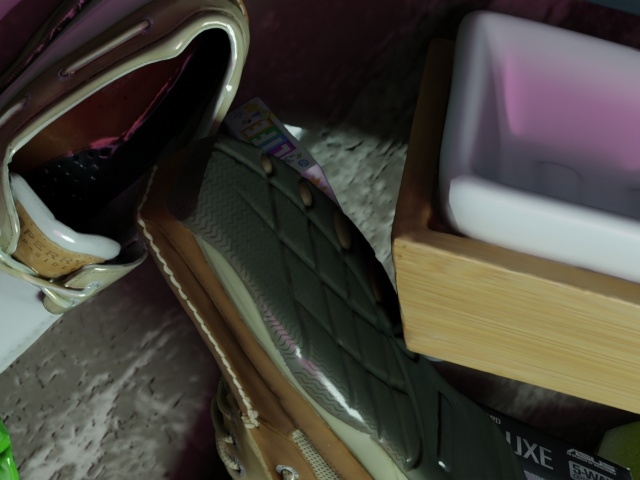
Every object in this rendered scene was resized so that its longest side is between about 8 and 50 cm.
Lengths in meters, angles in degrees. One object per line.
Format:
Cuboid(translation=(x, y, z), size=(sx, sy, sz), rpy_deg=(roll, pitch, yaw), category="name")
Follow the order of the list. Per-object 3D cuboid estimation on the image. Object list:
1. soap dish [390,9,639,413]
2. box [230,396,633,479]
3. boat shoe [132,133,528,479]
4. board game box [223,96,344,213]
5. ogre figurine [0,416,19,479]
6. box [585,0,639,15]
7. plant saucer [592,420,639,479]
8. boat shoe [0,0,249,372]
Cuboid(translation=(0.183, -0.005, 0.625), size=(0.291, 0.229, 0.118), rpy_deg=(15, 125, 0), category="soap dish")
Cuboid(translation=(0.033, 0.245, 0.778), size=(0.243, 0.076, 0.307), rpy_deg=(23, 108, 0), category="box")
Cuboid(translation=(0.000, 0.095, 0.610), size=(0.120, 0.122, 0.324), rpy_deg=(-23, 120, 24), category="boat shoe")
Cuboid(translation=(0.000, 0.000, 0.679), size=(0.026, 0.103, 0.154), rpy_deg=(-31, 124, -5), category="board game box")
Cuboid(translation=(-0.226, 0.160, 0.656), size=(0.118, 0.197, 0.096), rpy_deg=(-16, 79, -18), category="ogre figurine")
Cuboid(translation=(0.205, -0.320, 0.441), size=(0.480, 0.297, 0.471), rpy_deg=(8, 101, -27), category="box")
Cuboid(translation=(0.198, 0.227, 0.874), size=(0.045, 0.188, 0.188), rpy_deg=(29, 108, 14), category="plant saucer")
Cuboid(translation=(-0.148, -0.019, 0.604), size=(0.113, 0.103, 0.302), rpy_deg=(29, 103, -32), category="boat shoe")
